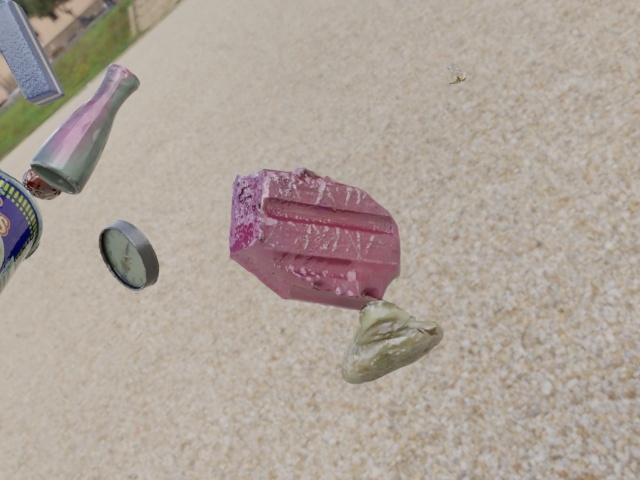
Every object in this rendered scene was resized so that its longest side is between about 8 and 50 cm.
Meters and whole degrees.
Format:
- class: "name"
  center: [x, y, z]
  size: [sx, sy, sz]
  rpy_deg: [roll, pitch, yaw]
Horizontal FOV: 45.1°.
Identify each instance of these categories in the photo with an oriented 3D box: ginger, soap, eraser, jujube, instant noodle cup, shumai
- class: "ginger"
  center: [0.317, -0.384, 1.809]
  size: [0.048, 0.030, 0.097]
  rpy_deg: [-51, 30, 19]
- class: "soap"
  center: [0.000, 0.000, 1.359]
  size: [0.127, 0.325, 0.220]
  rpy_deg: [-16, 68, 55]
- class: "eraser"
  center: [-0.629, -0.394, 1.632]
  size: [0.082, 0.225, 0.036]
  rpy_deg: [-14, 20, 26]
- class: "jujube"
  center: [-0.594, -0.126, 1.651]
  size: [0.077, 0.077, 0.129]
  rpy_deg: [-45, 0, -8]
- class: "instant noodle cup"
  center: [-0.715, 0.041, 1.496]
  size: [0.284, 0.284, 0.312]
  rpy_deg: [-34, 31, 19]
- class: "shumai"
  center: [0.114, 0.163, 1.338]
  size: [0.201, 0.120, 0.201]
  rpy_deg: [-21, -20, -8]

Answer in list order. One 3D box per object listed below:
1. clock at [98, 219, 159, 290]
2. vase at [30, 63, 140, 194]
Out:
- class: "clock"
  center: [-0.473, 0.039, 1.888]
  size: [0.184, 0.184, 0.040]
  rpy_deg: [-18, 14, 46]
- class: "vase"
  center: [-0.359, -0.180, 1.207]
  size: [0.086, 0.086, 0.214]
  rpy_deg: [-8, 50, 55]
